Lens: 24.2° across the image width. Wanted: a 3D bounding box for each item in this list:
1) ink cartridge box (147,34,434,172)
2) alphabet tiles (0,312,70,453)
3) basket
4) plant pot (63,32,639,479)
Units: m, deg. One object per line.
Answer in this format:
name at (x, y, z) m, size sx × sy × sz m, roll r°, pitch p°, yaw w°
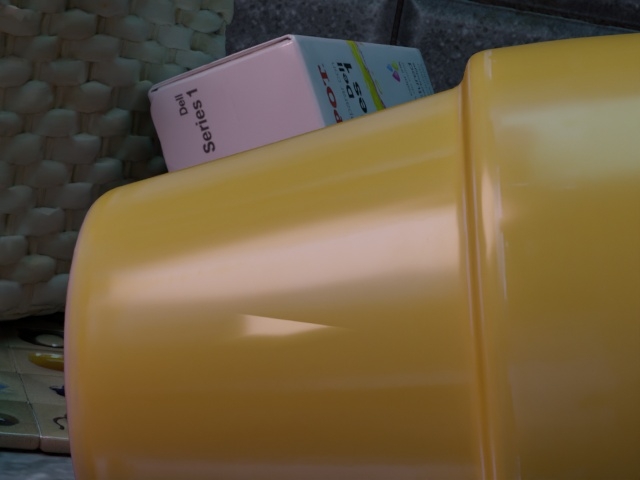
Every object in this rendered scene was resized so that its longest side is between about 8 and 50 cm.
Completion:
ink cartridge box at (0.012, -0.033, 1.081) m, size 0.117 × 0.201 × 0.278 m, roll -19°, pitch -2°, yaw 22°
alphabet tiles at (-0.217, 0.066, 0.904) m, size 0.285 × 0.011 × 0.342 m, roll 7°, pitch 9°, yaw -19°
basket at (-0.250, -0.129, 1.001) m, size 0.266 × 0.328 × 0.331 m, roll 14°, pitch 7°, yaw 23°
plant pot at (0.032, 0.049, 0.614) m, size 0.239 × 0.254 × 0.254 m, roll -3°, pitch 8°, yaw 8°
